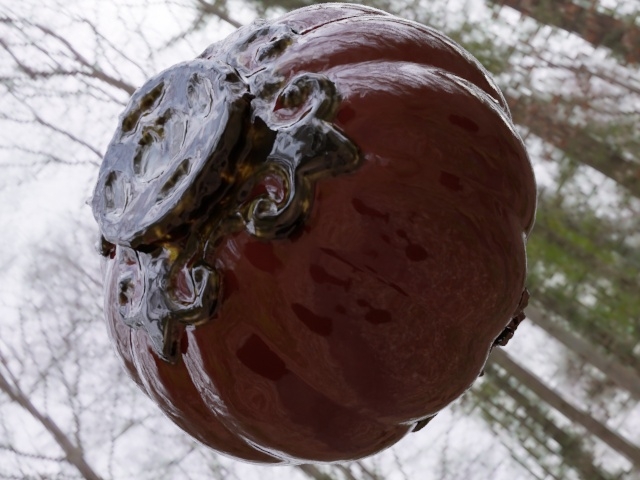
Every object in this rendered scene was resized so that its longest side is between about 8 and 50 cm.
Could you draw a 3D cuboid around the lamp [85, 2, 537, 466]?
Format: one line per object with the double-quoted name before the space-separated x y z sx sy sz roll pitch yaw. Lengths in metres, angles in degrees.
"lamp" 0.000 0.000 0.646 0.227 0.227 0.227 -20 -52 -28
